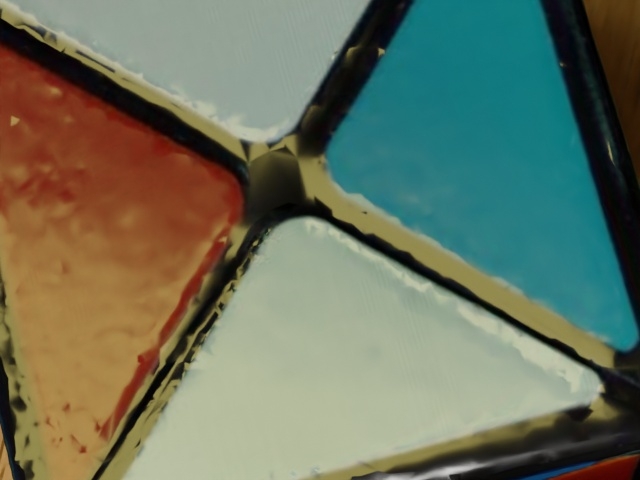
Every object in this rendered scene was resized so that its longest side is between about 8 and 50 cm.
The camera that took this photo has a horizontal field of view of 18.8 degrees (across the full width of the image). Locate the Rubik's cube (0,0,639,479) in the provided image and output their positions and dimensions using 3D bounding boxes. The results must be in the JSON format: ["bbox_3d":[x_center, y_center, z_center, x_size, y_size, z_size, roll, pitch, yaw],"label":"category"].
[{"bbox_3d":[0.000,0.001,0.795,0.248,0.246,0.250,-15,77,2],"label":"Rubik's cube"}]
